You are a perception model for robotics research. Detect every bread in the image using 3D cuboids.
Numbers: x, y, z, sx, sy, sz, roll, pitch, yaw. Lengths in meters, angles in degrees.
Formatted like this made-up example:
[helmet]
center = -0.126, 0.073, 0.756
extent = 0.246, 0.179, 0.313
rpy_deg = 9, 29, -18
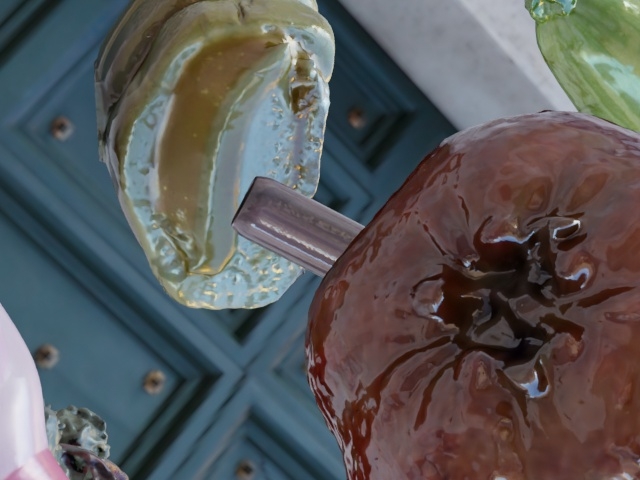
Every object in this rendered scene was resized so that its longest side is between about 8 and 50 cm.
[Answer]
[bread]
center = -0.119, -0.143, 1.441
extent = 0.341, 0.210, 0.300
rpy_deg = -104, -156, -50

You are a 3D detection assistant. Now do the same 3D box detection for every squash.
[squash]
center = 0.260, -0.061, 0.943
extent = 0.118, 0.371, 0.118
rpy_deg = -46, -151, 34

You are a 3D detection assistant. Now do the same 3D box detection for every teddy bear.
[teddy bear]
center = -0.326, 0.281, 1.745
extent = 0.224, 0.367, 0.357
rpy_deg = -39, -131, -15

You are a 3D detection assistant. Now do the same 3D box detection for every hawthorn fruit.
[hawthorn fruit]
center = 0.112, 0.068, 0.563
extent = 0.205, 0.253, 0.205
rpy_deg = -12, -121, 21

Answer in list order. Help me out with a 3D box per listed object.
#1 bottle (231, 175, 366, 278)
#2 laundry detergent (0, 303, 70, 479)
[bottle]
center = 0.000, 0.000, 1.174
extent = 0.053, 0.140, 0.053
rpy_deg = -61, -173, 13
[laundry detergent]
center = -0.221, 0.060, 0.714
extent = 0.159, 0.335, 0.088
rpy_deg = -39, 173, -41
